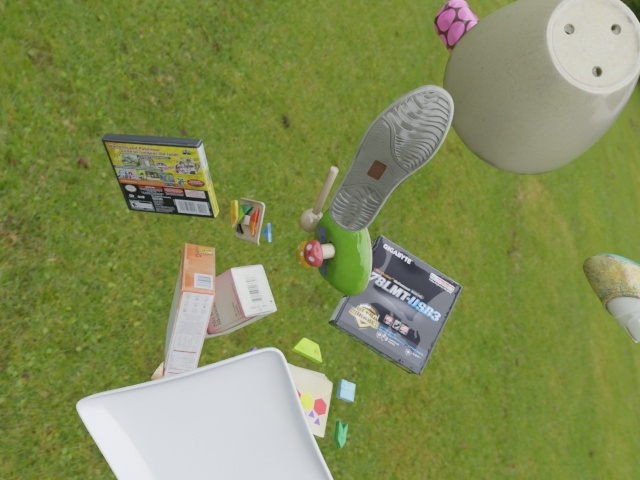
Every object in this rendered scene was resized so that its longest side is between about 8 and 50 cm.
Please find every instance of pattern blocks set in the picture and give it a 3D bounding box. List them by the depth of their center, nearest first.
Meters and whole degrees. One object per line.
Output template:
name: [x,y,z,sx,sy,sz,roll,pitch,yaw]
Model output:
pattern blocks set: [-0.058,0.367,1.299,0.325,0.026,0.285,37,51,-20]

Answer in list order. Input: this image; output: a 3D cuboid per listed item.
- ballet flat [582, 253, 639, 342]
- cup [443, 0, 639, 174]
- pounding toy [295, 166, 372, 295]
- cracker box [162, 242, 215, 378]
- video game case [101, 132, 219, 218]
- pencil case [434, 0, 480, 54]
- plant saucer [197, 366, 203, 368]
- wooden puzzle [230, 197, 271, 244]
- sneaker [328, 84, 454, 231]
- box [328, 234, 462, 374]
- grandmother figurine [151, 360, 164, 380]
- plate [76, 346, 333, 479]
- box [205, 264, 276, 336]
ballet flat: [0.618,0.158,0.992,0.349,0.123,0.123,36,39,-2]
cup: [0.418,-0.300,0.980,0.237,0.331,0.330,151,-85,-81]
pounding toy: [0.000,0.000,1.066,0.110,0.183,0.236,-7,55,-23]
cracker box: [-0.262,0.145,1.107,0.067,0.232,0.155,10,31,-18]
video game case: [-0.431,-0.174,1.516,0.035,0.275,0.248,-73,164,-44]
pencil case: [0.323,-0.445,1.239,0.095,0.098,0.209,17,45,-36]
plant saucer: [-0.315,0.481,1.626,0.400,0.401,0.100,-29,137,-55]
wooden puzzle: [-0.121,-0.033,0.932,0.014,0.116,0.078,0,93,-43]
sneaker: [0.089,-0.122,0.720,0.083,0.222,0.118,35,35,-7]
box: [0.217,0.183,1.581,0.296,0.073,0.293,33,74,-7]
grandmother figurine: [-0.283,0.451,1.337,0.342,0.207,0.104,36,3,1]
plate: [-0.143,0.279,0.753,0.045,0.278,0.277,-93,166,-67]
box: [-0.266,0.182,1.635,0.127,0.232,0.148,-5,70,-50]
